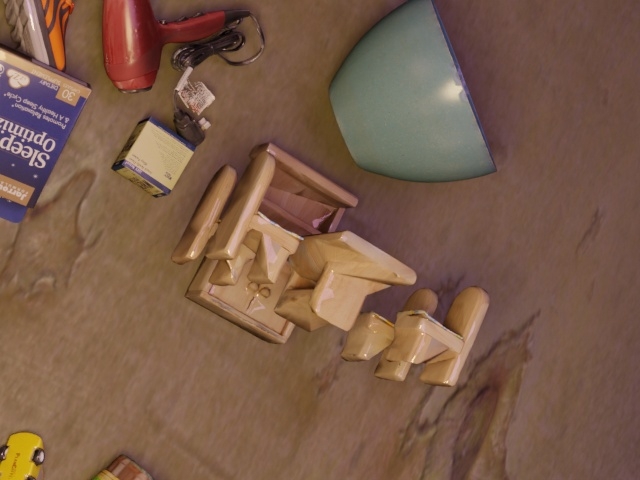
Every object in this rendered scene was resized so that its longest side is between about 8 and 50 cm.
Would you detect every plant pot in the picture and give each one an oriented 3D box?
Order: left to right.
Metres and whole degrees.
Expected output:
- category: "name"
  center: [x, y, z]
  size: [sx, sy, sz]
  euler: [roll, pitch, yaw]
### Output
- category: "plant pot"
  center: [0.126, -0.205, 1.881]
  size: [0.195, 0.290, 0.290]
  euler: [-21, 98, 9]

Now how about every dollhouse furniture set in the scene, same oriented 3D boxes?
- category: "dollhouse furniture set"
  center: [0.000, 0.000, 1.715]
  size: [0.362, 0.394, 0.257]
  euler: [31, 74, -21]

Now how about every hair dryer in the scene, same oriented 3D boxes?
- category: "hair dryer"
  center: [-0.221, -0.296, 1.782]
  size: [0.293, 0.080, 0.224]
  euler: [47, 65, -44]

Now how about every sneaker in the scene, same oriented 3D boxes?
- category: "sneaker"
  center: [-0.347, -0.380, 1.717]
  size: [0.180, 0.124, 0.321]
  euler: [-11, 92, -25]

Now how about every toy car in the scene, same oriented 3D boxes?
- category: "toy car"
  center: [-0.404, 0.391, 1.625]
  size: [0.239, 0.225, 0.053]
  euler: [-45, 147, -22]

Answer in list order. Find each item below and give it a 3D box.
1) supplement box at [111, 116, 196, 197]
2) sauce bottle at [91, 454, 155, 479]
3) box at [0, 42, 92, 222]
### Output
- category: "supplement box"
  center: [-0.241, -0.119, 1.792]
  size: [0.083, 0.056, 0.083]
  euler: [34, 73, -21]
- category: "sauce bottle"
  center: [-0.353, 0.445, 1.676]
  size: [0.344, 0.111, 0.111]
  euler: [-46, 107, -22]
- category: "box"
  center: [-0.417, -0.135, 1.667]
  size: [0.136, 0.036, 0.225]
  euler: [23, 105, -23]
